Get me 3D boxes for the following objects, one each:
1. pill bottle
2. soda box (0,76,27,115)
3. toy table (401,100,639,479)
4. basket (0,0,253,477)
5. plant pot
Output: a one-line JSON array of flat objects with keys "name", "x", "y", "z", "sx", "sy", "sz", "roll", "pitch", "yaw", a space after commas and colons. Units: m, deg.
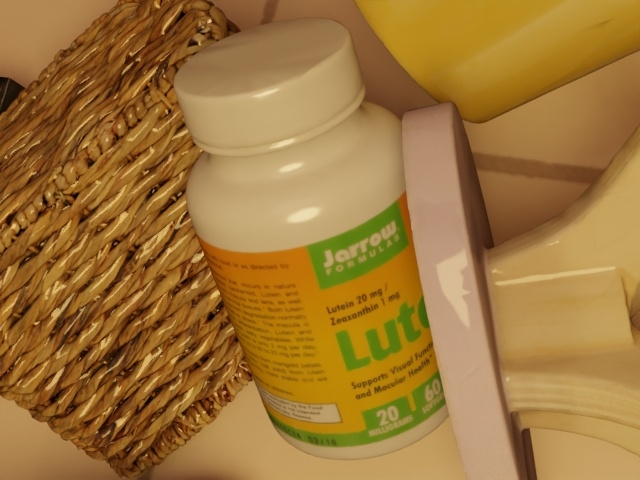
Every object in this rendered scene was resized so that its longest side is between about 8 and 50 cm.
[{"name": "pill bottle", "x": 0.000, "y": 0.000, "z": 0.611, "sx": 0.136, "sy": 0.245, "sz": 0.136, "roll": -13, "pitch": 31, "yaw": 8}, {"name": "soda box", "x": -0.286, "y": -0.051, "z": 0.845, "sx": 0.053, "sy": 0.060, "sz": 0.168, "roll": 9, "pitch": 79, "yaw": 22}, {"name": "toy table", "x": 0.152, "y": 0.046, "z": 0.566, "sx": 0.161, "sy": 0.274, "sz": 0.252, "roll": -9, "pitch": 37, "yaw": 13}, {"name": "basket", "x": -0.131, "y": -0.016, "z": 0.761, "sx": 0.299, "sy": 0.223, "sz": 0.213, "roll": -45, "pitch": 33, "yaw": 5}, {"name": "plant pot", "x": 0.149, "y": -0.206, "z": 0.637, "sx": 0.239, "sy": 0.254, "sz": 0.254, "roll": -37, "pitch": 65, "yaw": 26}]
